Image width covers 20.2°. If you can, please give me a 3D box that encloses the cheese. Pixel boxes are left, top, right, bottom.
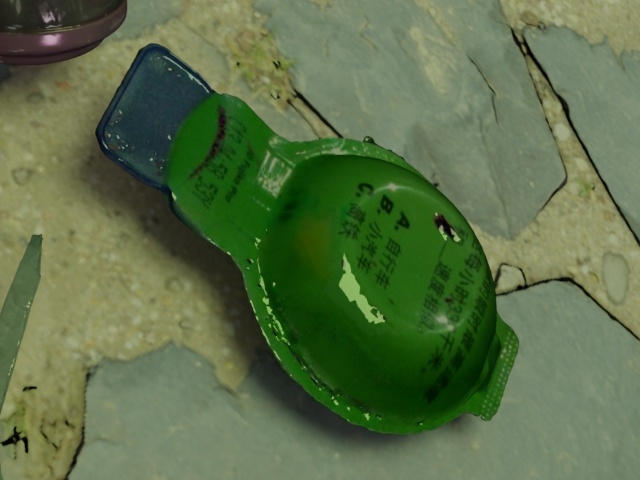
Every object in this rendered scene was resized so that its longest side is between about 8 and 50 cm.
[{"bbox_3d":[0.000,0.000,1.126,0.320,0.083,0.204,36,50,-16],"label":"cheese"}]

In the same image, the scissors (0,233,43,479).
[{"bbox_3d":[-0.183,0.105,0.931,0.144,0.017,0.248,-10,55,5],"label":"scissors"}]

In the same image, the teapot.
[{"bbox_3d":[-0.169,-0.193,1.069,0.116,0.146,0.148,9,30,15],"label":"teapot"}]
